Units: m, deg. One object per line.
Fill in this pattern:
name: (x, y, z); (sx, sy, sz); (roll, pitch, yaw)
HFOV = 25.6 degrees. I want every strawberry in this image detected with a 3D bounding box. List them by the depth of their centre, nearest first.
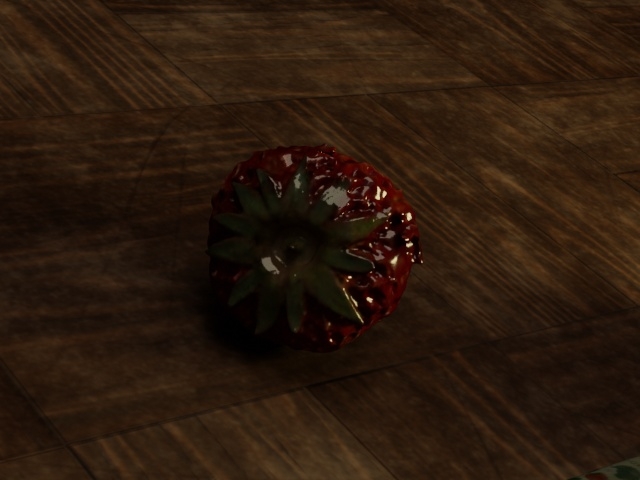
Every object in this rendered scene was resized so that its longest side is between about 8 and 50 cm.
strawberry: (0.000, 0.000, 1.349); (0.205, 0.205, 0.244); (25, 9, 11)

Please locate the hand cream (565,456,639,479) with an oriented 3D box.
hand cream: (0.205, 0.235, 1.176); (0.276, 0.059, 0.095); (-12, 39, -36)
